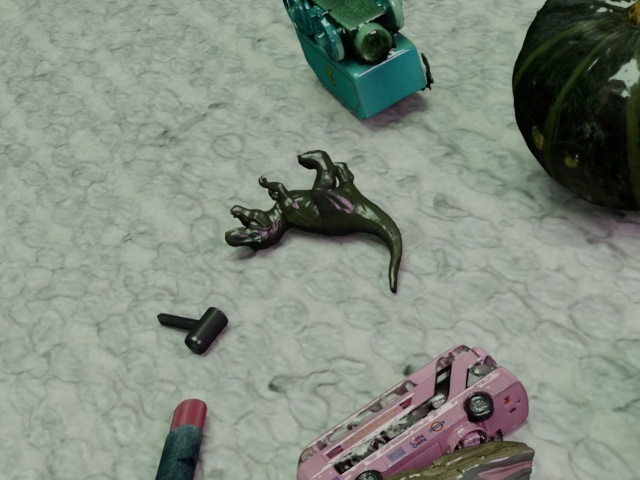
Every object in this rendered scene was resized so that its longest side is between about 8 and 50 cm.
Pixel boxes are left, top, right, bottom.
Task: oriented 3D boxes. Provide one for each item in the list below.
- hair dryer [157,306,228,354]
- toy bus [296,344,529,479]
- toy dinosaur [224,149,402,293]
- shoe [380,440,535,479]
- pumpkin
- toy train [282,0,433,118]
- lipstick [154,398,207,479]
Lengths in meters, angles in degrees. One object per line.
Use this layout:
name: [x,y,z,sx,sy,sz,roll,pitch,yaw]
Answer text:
hair dryer: [-0.140,0.087,1.125,0.083,0.026,0.047,11,47,35]
toy bus: [0.076,0.168,0.919,0.203,0.063,0.090,-31,40,-13]
toy dinosaur: [0.000,0.000,1.178,0.187,0.087,0.179,-21,74,22]
shoe: [0.090,0.219,0.821,0.180,0.092,0.089,-19,0,-20]
pumpkin: [0.339,-0.161,1.089,0.300,0.207,0.300,-10,54,14]
toy train: [0.040,-0.246,1.327,0.112,0.163,0.203,-27,39,-8]
lipstick: [-0.130,0.228,0.941,0.053,0.053,0.234,-7,39,14]
